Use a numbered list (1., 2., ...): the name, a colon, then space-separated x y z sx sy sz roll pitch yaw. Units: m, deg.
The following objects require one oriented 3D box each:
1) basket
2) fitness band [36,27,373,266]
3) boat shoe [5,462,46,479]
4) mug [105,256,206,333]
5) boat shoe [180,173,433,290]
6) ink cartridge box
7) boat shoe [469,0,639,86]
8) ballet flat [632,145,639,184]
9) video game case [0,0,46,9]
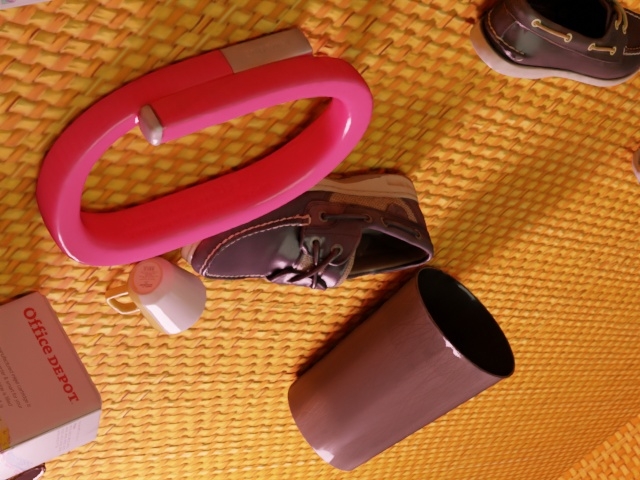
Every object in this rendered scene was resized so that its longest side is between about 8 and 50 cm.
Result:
1. basket: 0.085 0.158 1.764 0.227 0.154 0.204 -38 154 19
2. fitness band: -0.089 -0.070 1.221 0.291 0.054 0.209 -20 153 -25
3. boat shoe: -0.365 0.281 1.521 0.207 0.073 0.073 -31 155 -9
4. mug: -0.150 0.050 1.368 0.078 0.062 0.064 -41 148 0
5. boat shoe: 0.000 0.000 1.415 0.285 0.092 0.103 -8 146 -44
6. ink cartridge box: -0.290 0.138 1.270 0.175 0.127 0.072 -22 155 -24
7. boat shoe: 0.237 -0.190 1.364 0.228 0.081 0.068 -7 149 -41
8. ballet flat: 0.520 -0.174 1.721 0.400 0.139 0.139 -43 155 24
9. video game case: -0.191 -0.191 0.901 0.157 0.019 0.143 -18 152 -32
